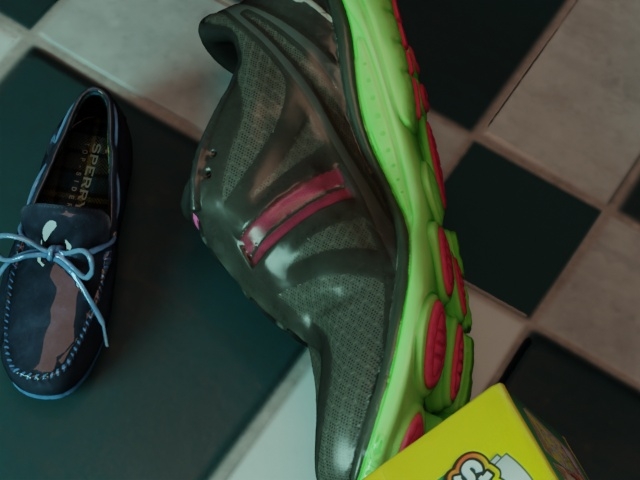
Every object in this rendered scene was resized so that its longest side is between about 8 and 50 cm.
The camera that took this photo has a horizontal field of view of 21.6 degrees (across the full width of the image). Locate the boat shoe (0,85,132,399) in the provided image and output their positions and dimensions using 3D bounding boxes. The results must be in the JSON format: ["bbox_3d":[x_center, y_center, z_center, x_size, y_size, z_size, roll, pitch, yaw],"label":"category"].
[{"bbox_3d":[-0.208,-0.006,1.312,0.109,0.089,0.258,2,61,-2],"label":"boat shoe"}]

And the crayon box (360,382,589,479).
[{"bbox_3d":[0.077,0.316,1.005,0.313,0.106,0.363,-36,45,10],"label":"crayon box"}]

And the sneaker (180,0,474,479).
[{"bbox_3d":[0.000,0.000,1.296,0.202,0.185,0.483,-14,58,10],"label":"sneaker"}]
